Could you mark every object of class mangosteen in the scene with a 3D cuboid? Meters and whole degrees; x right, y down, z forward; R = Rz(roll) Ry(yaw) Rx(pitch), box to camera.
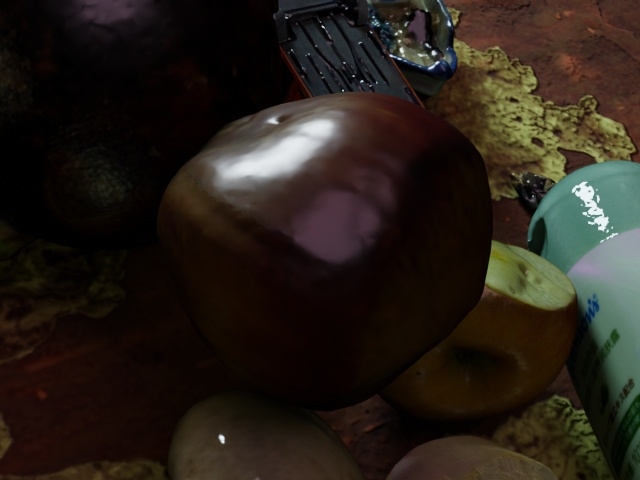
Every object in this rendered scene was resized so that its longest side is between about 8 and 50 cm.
[{"bbox_3d":[-0.203,-0.125,0.947,0.359,0.306,0.306,-28,65,2],"label":"mangosteen"}]

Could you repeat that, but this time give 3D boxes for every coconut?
[{"bbox_3d":[0.107,0.217,0.900,0.147,0.152,0.147,0,90,-20],"label":"coconut"}]

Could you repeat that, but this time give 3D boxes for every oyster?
[{"bbox_3d":[0.220,-0.045,1.212,0.083,0.019,0.054,27,51,-1],"label":"oyster"}]

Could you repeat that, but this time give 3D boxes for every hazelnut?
[{"bbox_3d":[0.000,0.000,0.808,0.217,0.217,0.251,36,26,6],"label":"hazelnut"}]

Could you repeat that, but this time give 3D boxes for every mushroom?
[{"bbox_3d":[-0.047,0.214,0.836,0.206,0.209,0.206,35,25,-19],"label":"mushroom"}]

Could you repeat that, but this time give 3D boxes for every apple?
[{"bbox_3d":[0.107,0.058,1.000,0.195,0.160,0.173,23,36,-18],"label":"apple"}]

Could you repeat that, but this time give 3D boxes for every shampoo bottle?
[{"bbox_3d":[0.282,0.075,1.035,0.151,0.222,0.349,-5,45,-10],"label":"shampoo bottle"}]

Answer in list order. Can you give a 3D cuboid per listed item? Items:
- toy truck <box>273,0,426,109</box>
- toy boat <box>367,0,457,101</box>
[{"bbox_3d":[0.020,-0.119,1.129,0.107,0.114,0.253,-18,65,-30],"label":"toy truck"},{"bbox_3d":[0.071,-0.246,1.239,0.114,0.115,0.262,-5,58,-24],"label":"toy boat"}]
